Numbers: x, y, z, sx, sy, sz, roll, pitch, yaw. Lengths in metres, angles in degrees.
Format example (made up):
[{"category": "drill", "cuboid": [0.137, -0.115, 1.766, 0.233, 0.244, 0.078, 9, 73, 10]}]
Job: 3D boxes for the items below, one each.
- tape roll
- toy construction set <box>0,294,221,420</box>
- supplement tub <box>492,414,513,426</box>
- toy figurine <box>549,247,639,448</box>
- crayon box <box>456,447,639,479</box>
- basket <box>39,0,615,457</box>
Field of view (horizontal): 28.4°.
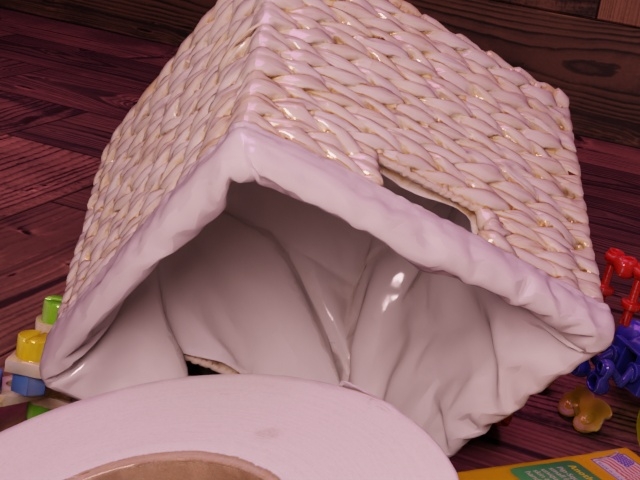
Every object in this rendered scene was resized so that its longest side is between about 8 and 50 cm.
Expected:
[{"category": "tape roll", "cuboid": [-0.102, 0.205, 0.713, 0.392, 0.072, 0.392, -10, 24, 4]}, {"category": "toy construction set", "cuboid": [-0.169, 0.097, 1.199, 0.215, 0.151, 0.327, 13, 29, 14]}, {"category": "supplement tub", "cuboid": [0.098, 0.126, 1.256, 0.190, 0.117, 0.117, 9, 18, 0]}, {"category": "toy figurine", "cuboid": [0.386, 0.122, 1.308, 0.217, 0.191, 0.362, 6, 19, -24]}, {"category": "crayon box", "cuboid": [0.151, 0.241, 0.874, 0.323, 0.083, 0.203, -2, 21, -30]}, {"category": "basket", "cuboid": [0.000, 0.000, 1.017, 0.328, 0.331, 0.266, 26, 44, -22]}]
